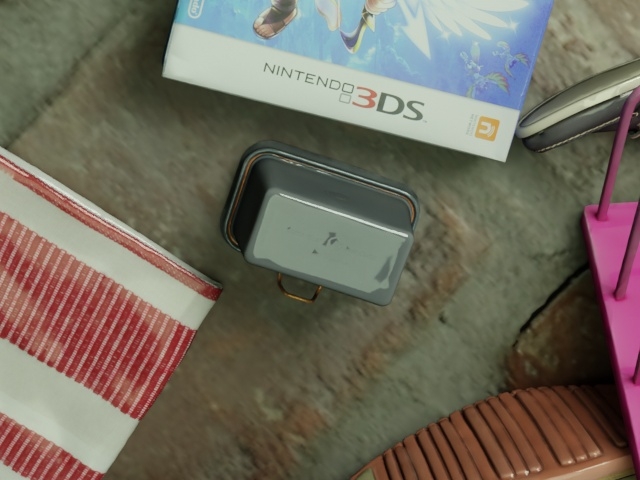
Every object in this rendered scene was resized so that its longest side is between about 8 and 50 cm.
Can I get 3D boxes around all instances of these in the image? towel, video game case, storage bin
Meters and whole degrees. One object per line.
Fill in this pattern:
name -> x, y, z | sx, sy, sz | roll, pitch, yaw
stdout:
towel -> -0.254, 0.108, 1.130 | 0.237, 0.037, 0.329 | 32, 100, -12
video game case -> 0.043, -0.210, 1.052 | 0.244, 0.061, 0.270 | 13, 103, -8
storage bin -> 0.000, 0.000, 1.090 | 0.135, 0.091, 0.098 | 18, 103, -8

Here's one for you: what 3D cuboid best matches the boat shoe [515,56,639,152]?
boat shoe -> 0.236, -0.095, 1.090 | 0.206, 0.075, 0.065 | -23, 102, -3

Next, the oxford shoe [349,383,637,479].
oxford shoe -> 0.214, 0.182, 1.132 | 0.397, 0.140, 0.147 | -13, 111, 1

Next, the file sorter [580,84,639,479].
file sorter -> 0.300, 0.047, 0.996 | 0.202, 0.291, 0.182 | -4, 146, -3
